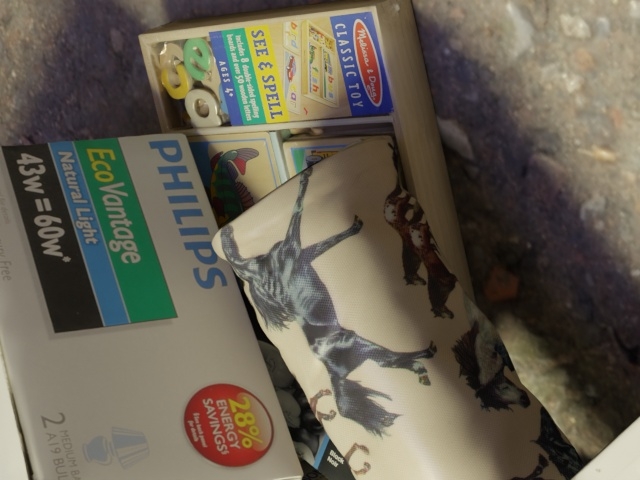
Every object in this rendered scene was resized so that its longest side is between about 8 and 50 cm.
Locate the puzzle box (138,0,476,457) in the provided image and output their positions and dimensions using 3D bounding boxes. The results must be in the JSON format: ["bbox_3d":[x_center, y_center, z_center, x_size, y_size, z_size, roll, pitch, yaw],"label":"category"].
[{"bbox_3d":[0.000,0.000,1.564,0.272,0.052,0.409,-2,108,39],"label":"puzzle box"}]

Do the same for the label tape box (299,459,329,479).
[{"bbox_3d":[0.027,0.337,1.657,0.347,0.115,0.249,18,120,38],"label":"label tape box"}]

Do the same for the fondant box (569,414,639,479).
[{"bbox_3d":[0.270,0.130,1.210,0.096,0.330,0.238,48,133,12],"label":"fondant box"}]

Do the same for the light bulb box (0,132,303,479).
[{"bbox_3d":[-0.217,0.154,1.576,0.358,0.225,0.361,69,150,29],"label":"light bulb box"}]

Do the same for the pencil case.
[{"bbox_3d":[0.082,0.108,1.378,0.160,0.183,0.410,-41,76,35],"label":"pencil case"}]

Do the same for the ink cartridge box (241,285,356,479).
[{"bbox_3d":[0.016,0.100,1.531,0.206,0.045,0.208,37,127,21],"label":"ink cartridge box"}]
